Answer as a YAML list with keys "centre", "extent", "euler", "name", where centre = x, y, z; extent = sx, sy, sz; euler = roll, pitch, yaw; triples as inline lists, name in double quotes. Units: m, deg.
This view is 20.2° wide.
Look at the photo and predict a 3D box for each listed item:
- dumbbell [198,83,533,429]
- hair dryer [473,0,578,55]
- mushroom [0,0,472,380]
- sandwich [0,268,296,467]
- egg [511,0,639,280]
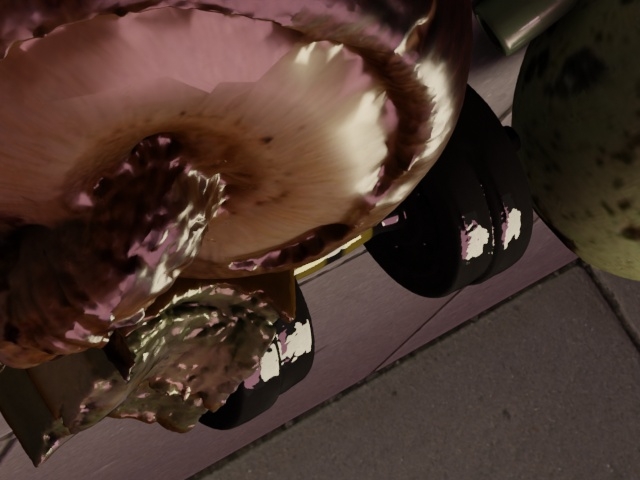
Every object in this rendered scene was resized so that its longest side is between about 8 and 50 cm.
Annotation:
- centre: [0.000, 0.000, 1.362]
  extent: [0.388, 0.185, 0.185]
  euler: [-29, 168, -26]
  name: "dumbbell"
- centre: [0.160, -0.175, 1.431]
  extent: [0.071, 0.047, 0.150]
  euler: [-34, 176, -1]
  name: "hair dryer"
- centre: [-0.073, -0.072, 0.776]
  extent: [0.278, 0.163, 0.297]
  euler: [-43, 143, 17]
  name: "mushroom"
- centre: [-0.091, 0.000, 1.037]
  extent: [0.227, 0.198, 0.155]
  euler: [-23, 165, -42]
  name: "sandwich"
- centre: [0.317, -0.127, 1.448]
  extent: [0.287, 0.287, 0.379]
  euler: [-23, 155, -43]
  name: "egg"
